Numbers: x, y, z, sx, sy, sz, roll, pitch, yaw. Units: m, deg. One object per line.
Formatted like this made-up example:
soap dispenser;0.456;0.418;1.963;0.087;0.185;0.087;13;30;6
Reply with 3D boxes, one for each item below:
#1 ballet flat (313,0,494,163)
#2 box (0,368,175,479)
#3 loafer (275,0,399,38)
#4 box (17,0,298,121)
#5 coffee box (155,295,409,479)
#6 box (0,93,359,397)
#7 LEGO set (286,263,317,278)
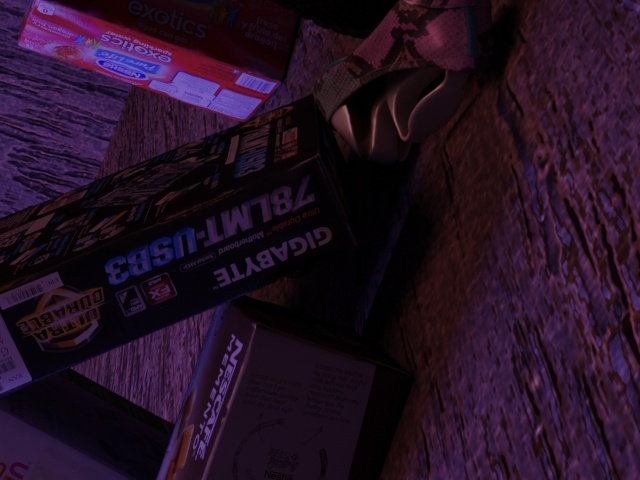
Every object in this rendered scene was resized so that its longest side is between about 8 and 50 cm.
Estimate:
ballet flat;0.050;-0.096;0.995;0.221;0.077;0.079;143;124;-66
box;-0.186;0.185;1.137;0.127;0.231;0.262;-58;13;1
loafer;0.068;-0.241;1.017;0.366;0.134;0.130;-24;44;58
box;-0.161;-0.229;1.570;0.128;0.257;0.123;141;144;-65
coffee box;-0.046;0.166;0.932;0.141;0.098;0.246;-149;78;-76
box;-0.123;0.000;1.053;0.295;0.293;0.073;-97;-14;-77
LEGO set;0.001;0.001;1.148;0.083;0.023;0.054;-39;34;41
